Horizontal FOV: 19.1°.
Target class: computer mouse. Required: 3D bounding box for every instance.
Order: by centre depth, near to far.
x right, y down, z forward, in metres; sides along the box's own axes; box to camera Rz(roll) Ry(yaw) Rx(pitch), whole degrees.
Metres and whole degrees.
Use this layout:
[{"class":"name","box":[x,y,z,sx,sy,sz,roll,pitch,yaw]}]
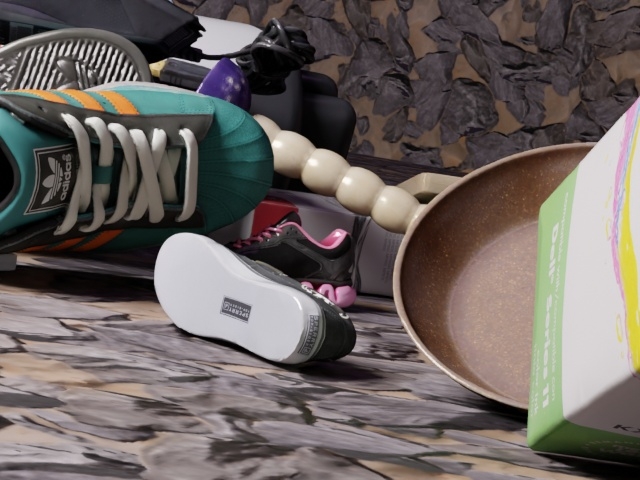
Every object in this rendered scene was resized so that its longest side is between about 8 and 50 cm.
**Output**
[{"class":"computer mouse","box":[-0.135,-0.151,1.303,0.262,0.060,0.184,7,-5,-4]}]

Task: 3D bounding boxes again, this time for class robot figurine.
[{"class":"robot figurine","box":[-0.117,-0.096,1.482,0.278,0.173,0.209,8,-17,-18]}]

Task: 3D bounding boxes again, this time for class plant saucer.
[{"class":"plant saucer","box":[0.136,0.026,0.954,0.199,0.036,0.198,-5,42,4]}]

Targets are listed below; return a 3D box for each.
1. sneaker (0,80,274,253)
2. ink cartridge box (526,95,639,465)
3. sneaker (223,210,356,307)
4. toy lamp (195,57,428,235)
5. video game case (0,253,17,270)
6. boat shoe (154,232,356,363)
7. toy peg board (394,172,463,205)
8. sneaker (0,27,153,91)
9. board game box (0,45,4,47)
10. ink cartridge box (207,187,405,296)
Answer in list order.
[{"class":"sneaker","box":[-0.154,-0.035,1.093,0.302,0.108,0.121,-2,11,-25]},{"class":"ink cartridge box","box":[0.215,0.006,0.678,0.207,0.119,0.353,8,-16,-5]},{"class":"sneaker","box":[-0.032,0.008,1.178,0.119,0.057,0.047,7,10,-20]},{"class":"toy lamp","box":[0.042,-0.024,1.223,0.275,0.080,0.080,30,8,5]},{"class":"video game case","box":[-0.251,0.001,1.118,0.122,0.011,0.087,13,7,36]},{"class":"boat shoe","box":[-0.036,0.034,0.982,0.040,0.049,0.142,12,9,-39]},{"class":"toy peg board","box":[0.121,0.011,1.418,0.161,0.079,0.160,8,-10,-16]},{"class":"sneaker","box":[-0.247,-0.066,1.265,0.296,0.123,0.178,-7,-11,1]},{"class":"board game box","box":[-0.255,-0.167,1.807,0.160,0.211,0.039,9,5,0]},{"class":"ink cartridge box","box":[0.000,0.000,1.312,0.135,0.056,0.099,7,7,-19]}]
